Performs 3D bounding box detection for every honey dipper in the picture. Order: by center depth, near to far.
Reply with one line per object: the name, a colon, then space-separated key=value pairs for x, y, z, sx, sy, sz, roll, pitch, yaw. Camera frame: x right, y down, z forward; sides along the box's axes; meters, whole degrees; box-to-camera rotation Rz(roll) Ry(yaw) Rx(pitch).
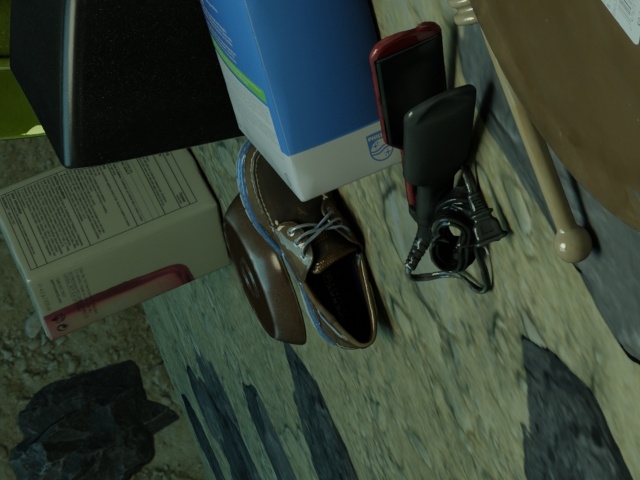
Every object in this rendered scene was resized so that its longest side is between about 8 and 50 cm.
honey dipper: x=0.090 y=-0.062 z=0.742 sx=0.160 sy=0.030 sz=0.030 roll=68 pitch=169 yaw=-13

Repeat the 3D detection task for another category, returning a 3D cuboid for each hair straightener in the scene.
hair straightener: x=0.063 y=-0.021 z=0.900 sx=0.230 sy=0.047 sz=0.089 roll=88 pitch=157 yaw=-62

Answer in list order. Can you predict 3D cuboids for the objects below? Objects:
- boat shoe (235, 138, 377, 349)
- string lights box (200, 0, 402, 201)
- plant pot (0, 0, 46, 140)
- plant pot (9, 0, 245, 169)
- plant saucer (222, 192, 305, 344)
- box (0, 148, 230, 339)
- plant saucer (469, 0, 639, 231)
boat shoe: x=0.000 y=0.000 z=1.233 sx=0.183 sy=0.066 sz=0.066 roll=61 pitch=167 yaw=-19
string lights box: x=-0.032 y=-0.169 z=0.989 sx=0.133 sy=0.077 sz=0.259 roll=-130 pitch=20 yaw=-57
plant pot: x=-0.324 y=-0.290 z=1.494 sx=0.366 sy=0.367 sz=0.352 roll=148 pitch=117 yaw=-79
plant pot: x=-0.120 y=-0.178 z=1.161 sx=0.188 sy=0.188 sz=0.167 roll=-126 pitch=28 yaw=-52
plant saucer: x=-0.062 y=0.033 z=1.674 sx=0.168 sy=0.029 sz=0.168 roll=158 pitch=90 yaw=-80
box: x=-0.242 y=-0.012 z=1.907 sx=0.126 sy=0.232 sz=0.148 roll=81 pitch=163 yaw=-53
plant saucer: x=0.098 y=-0.115 z=0.568 sx=0.278 sy=0.041 sz=0.277 roll=158 pitch=90 yaw=-78
